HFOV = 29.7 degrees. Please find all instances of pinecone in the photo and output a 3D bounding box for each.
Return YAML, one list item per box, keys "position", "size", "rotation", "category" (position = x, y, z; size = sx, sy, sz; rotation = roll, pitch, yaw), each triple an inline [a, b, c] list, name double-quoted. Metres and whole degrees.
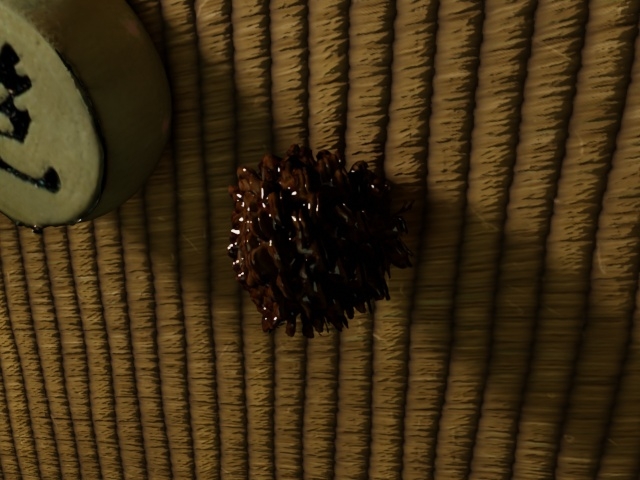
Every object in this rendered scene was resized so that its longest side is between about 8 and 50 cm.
- position: [0.000, 0.000, 1.318]
  size: [0.221, 0.221, 0.221]
  rotation: [20, 131, 25]
  category: "pinecone"

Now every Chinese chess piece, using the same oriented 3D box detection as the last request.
- position: [-0.351, -0.183, 1.484]
  size: [0.349, 0.146, 0.349]
  rotation: [19, 131, 24]
  category: "Chinese chess piece"
